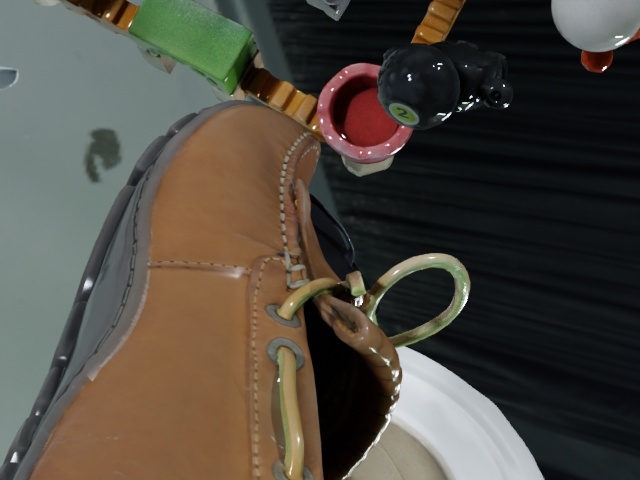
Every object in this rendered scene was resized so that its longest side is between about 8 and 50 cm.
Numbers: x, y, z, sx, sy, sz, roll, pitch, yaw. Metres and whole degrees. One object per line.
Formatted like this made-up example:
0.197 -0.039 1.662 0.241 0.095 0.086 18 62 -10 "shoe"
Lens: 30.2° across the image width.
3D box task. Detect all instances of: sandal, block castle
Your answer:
0.001 0.000 1.329 0.097 0.254 0.054 5 126 -36 "sandal"
-0.065 -0.285 1.088 0.303 0.453 0.213 -60 173 -7 "block castle"

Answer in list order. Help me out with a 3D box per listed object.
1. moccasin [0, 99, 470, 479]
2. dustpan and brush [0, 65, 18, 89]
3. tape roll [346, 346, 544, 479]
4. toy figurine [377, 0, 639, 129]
-0.028 0.056 0.454 0.380 0.147 0.139 -86 -166 -66 "moccasin"
-0.504 -0.211 1.614 0.147 0.211 0.060 -4 103 -27 "dustpan and brush"
0.008 0.193 0.783 0.286 0.286 0.100 -35 155 -42 "tape roll"
0.116 -0.198 0.817 0.148 0.213 0.209 -27 96 -59 "toy figurine"
